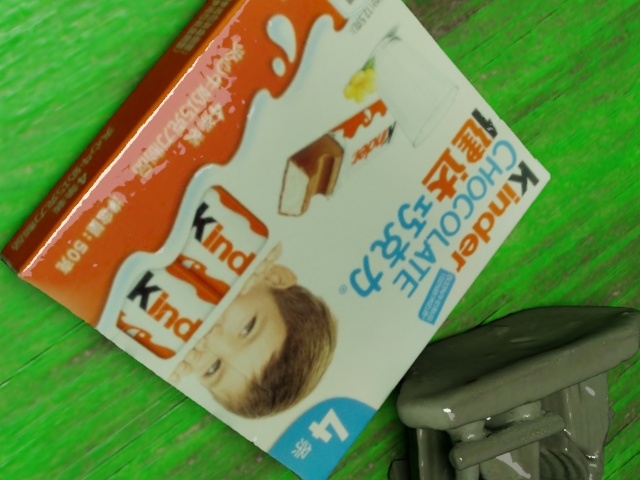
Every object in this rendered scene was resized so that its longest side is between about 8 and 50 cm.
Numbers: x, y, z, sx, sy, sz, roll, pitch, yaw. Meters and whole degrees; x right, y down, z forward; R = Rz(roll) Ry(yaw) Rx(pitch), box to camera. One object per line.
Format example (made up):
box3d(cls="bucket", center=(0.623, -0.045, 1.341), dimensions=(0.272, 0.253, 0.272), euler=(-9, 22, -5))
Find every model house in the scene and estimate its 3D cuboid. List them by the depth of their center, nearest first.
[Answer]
box3d(cls="model house", center=(0.136, 0.147, 0.812), dimensions=(0.229, 0.122, 0.188), euler=(-16, 117, -32))

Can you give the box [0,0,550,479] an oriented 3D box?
box3d(cls="box", center=(-0.010, -0.017, 0.695), dimensions=(0.265, 0.048, 0.273), euler=(42, 81, -33))
